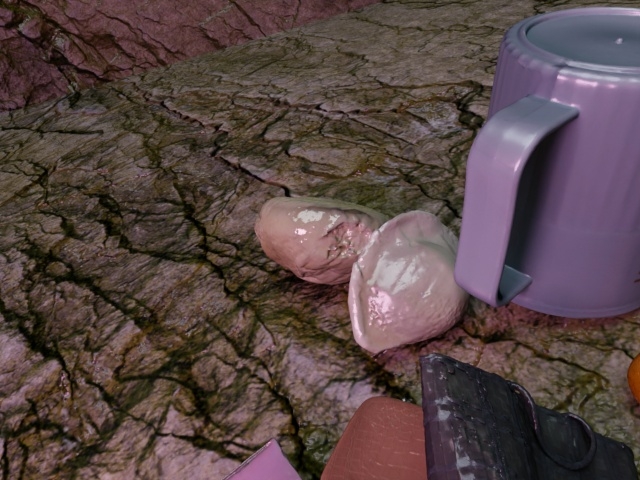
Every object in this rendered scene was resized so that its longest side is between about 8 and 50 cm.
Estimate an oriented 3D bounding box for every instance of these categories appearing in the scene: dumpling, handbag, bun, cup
[{"bbox_3d":[0.121,0.050,0.696,0.216,0.166,0.126,-28,7,-6],"label":"dumpling"},{"bbox_3d":[0.109,0.248,0.535,0.194,0.072,0.151,5,44,29],"label":"handbag"},{"bbox_3d":[0.000,0.000,0.799,0.221,0.134,0.220,8,7,-1],"label":"bun"},{"bbox_3d":[0.194,0.213,0.442,0.088,0.270,0.175,-47,21,40],"label":"handbag"},{"bbox_3d":[0.297,-0.096,0.634,0.331,0.311,0.256,-10,39,-7],"label":"cup"}]

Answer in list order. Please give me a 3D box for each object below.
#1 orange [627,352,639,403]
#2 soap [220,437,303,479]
[{"bbox_3d":[0.376,0.150,0.543,0.083,0.070,0.083,-18,44,18],"label":"orange"},{"bbox_3d":[-0.095,0.346,0.490,0.259,0.081,0.181,-34,42,-20],"label":"soap"}]
